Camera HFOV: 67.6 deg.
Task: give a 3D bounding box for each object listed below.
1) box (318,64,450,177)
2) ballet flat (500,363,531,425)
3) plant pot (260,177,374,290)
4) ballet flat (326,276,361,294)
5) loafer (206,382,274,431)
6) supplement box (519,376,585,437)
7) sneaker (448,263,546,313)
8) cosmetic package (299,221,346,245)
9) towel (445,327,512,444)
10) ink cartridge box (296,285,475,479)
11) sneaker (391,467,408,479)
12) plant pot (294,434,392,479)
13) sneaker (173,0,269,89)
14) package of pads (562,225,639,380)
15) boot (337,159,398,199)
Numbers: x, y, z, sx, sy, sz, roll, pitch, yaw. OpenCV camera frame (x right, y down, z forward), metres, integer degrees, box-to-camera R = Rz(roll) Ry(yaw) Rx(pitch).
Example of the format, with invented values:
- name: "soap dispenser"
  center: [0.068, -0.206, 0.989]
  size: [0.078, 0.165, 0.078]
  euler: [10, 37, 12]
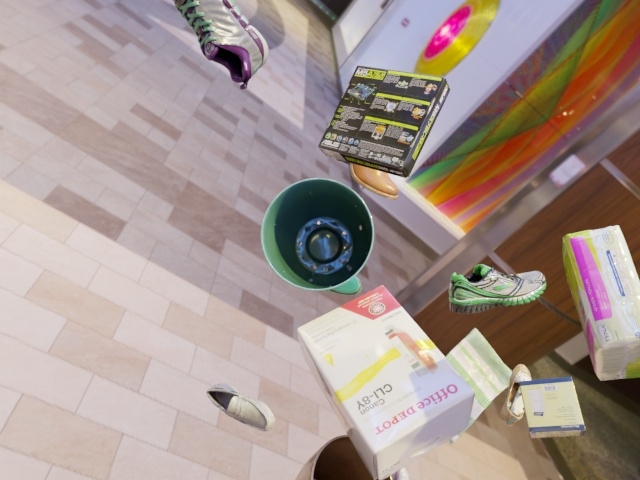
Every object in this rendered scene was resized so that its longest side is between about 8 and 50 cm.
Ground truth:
- name: "box"
  center: [0.112, -0.224, 0.879]
  size: [0.191, 0.184, 0.045]
  euler: [21, -9, 33]
- name: "ballet flat"
  center: [0.600, 0.458, 1.433]
  size: [0.073, 0.067, 0.206]
  euler: [28, 58, 5]
- name: "plant pot"
  center: [0.000, 0.000, 1.331]
  size: [0.293, 0.293, 0.235]
  euler: [48, -2, 10]
- name: "ballet flat"
  center: [0.037, 0.145, 1.669]
  size: [0.247, 0.083, 0.087]
  euler: [10, -18, 24]
- name: "loafer"
  center: [-0.318, 0.658, 1.873]
  size: [0.320, 0.112, 0.111]
  euler: [14, 0, 34]
- name: "supplement box"
  center: [0.383, 0.278, 0.792]
  size: [0.056, 0.083, 0.083]
  euler: [50, 34, -52]
- name: "sneaker"
  center: [0.600, 0.148, 1.612]
  size: [0.134, 0.344, 0.146]
  euler: [-154, -125, -79]
- name: "cosmetic package"
  center: [-0.030, -0.010, 1.881]
  size: [0.129, 0.153, 0.296]
  euler: [34, 19, 32]
- name: "towel"
  center: [0.475, 0.489, 1.589]
  size: [0.248, 0.325, 0.038]
  euler: [49, -6, -12]
- name: "ink cartridge box"
  center: [0.152, 0.336, 1.198]
  size: [0.279, 0.160, 0.384]
  euler: [-24, 46, -15]
- name: "sneaker"
  center: [0.231, 0.736, 1.373]
  size: [0.152, 0.305, 0.114]
  euler: [0, 35, -5]
- name: "plant pot"
  center: [0.026, 0.665, 1.257]
  size: [0.237, 0.254, 0.237]
  euler: [17, 50, -21]
- name: "sneaker"
  center: [-0.175, -0.343, 0.744]
  size: [0.224, 0.083, 0.098]
  euler: [40, 49, -28]
- name: "package of pads"
  center: [0.548, 0.126, 0.919]
  size: [0.296, 0.101, 0.229]
  euler: [44, 38, -51]
- name: "boot"
  center: [0.171, -0.273, 1.385]
  size: [0.109, 0.220, 0.283]
  euler: [5, 38, -49]
